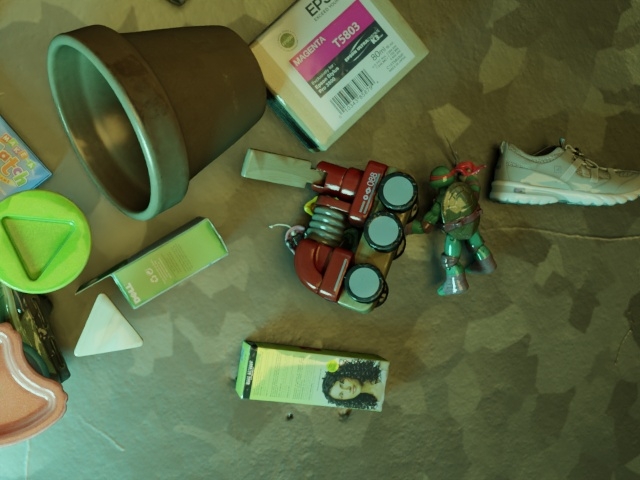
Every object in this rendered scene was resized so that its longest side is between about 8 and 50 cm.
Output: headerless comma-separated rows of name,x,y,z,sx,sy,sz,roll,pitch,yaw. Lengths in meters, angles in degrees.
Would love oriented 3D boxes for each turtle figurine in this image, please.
turtle figurine,0.205,-0.039,1.202,0.175,0.118,0.234,-24,106,-13

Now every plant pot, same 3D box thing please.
plant pot,-0.205,-0.191,1.020,0.229,0.263,0.263,-32,102,-29

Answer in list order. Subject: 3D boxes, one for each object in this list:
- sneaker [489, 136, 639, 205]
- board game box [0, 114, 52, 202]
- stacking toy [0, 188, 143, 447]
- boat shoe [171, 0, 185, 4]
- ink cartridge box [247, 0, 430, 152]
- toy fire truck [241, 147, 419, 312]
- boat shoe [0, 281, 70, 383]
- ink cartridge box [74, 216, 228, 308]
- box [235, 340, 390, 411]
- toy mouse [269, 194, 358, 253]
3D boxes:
sneaker,0.425,-0.117,1.257,0.282,0.105,0.115,0,94,-15
board game box,-0.509,-0.087,1.033,0.211,0.039,0.160,-40,103,-9
stacking toy,-0.405,0.091,0.978,0.280,0.130,0.308,-28,94,-14
boat shoe,-0.280,-0.410,1.053,0.228,0.079,0.081,25,83,-19
ink cartridge box,0.017,-0.281,1.141,0.235,0.088,0.193,-45,105,-8
toy fire truck,0.003,-0.031,1.107,0.247,0.158,0.216,20,84,12
boat shoe,-0.416,0.106,1.060,0.074,0.080,0.223,-18,91,-39
ink cartridge box,-0.243,0.043,1.081,0.209,0.109,0.062,-31,101,-11
box,-0.011,0.214,1.184,0.233,0.058,0.087,8,92,-15
toy mouse,0.000,0.000,1.185,0.161,0.031,0.143,-8,96,-15
